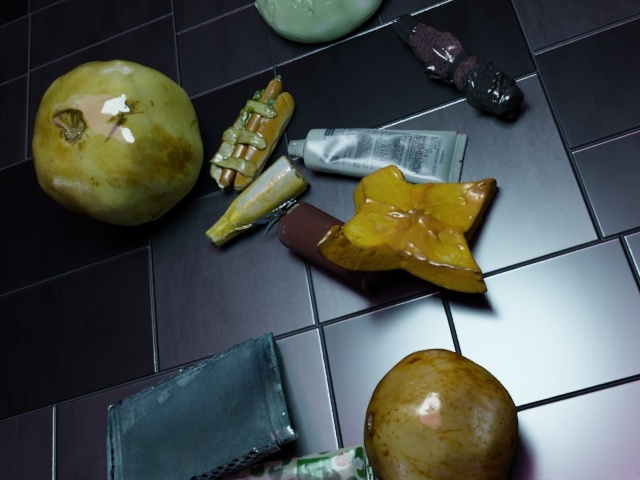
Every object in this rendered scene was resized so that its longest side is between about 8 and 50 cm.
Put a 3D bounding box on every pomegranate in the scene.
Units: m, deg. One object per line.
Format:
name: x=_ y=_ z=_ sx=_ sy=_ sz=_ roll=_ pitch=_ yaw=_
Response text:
pomegranate: x=0.178 y=0.283 z=1.249 sx=0.248 sy=0.248 sz=0.248 roll=-10 pitch=61 yaw=18
pomegranate: x=-0.397 y=-0.191 z=1.682 sx=0.332 sy=0.332 sz=0.333 roll=-10 pitch=61 yaw=18

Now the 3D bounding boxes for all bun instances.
bun: x=-0.010 y=-0.566 z=1.785 sx=0.293 sy=0.187 sz=0.293 roll=-8 pitch=62 yaw=15

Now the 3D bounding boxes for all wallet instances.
wallet: x=-0.207 y=0.319 z=1.458 sx=0.342 sy=0.075 sz=0.237 roll=-26 pitch=41 yaw=8

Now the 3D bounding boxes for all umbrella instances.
umbrella: x=0.251 y=-0.336 z=1.615 sx=0.094 sy=0.090 sz=0.326 roll=-46 pitch=56 yaw=-1

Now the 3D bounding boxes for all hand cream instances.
hand cream: x=-0.049 y=0.390 z=1.384 sx=0.276 sy=0.059 sz=0.095 roll=-10 pitch=61 yaw=13
hand cream: x=0.101 y=-0.163 z=1.612 sx=0.340 sy=0.078 sz=0.124 roll=7 pitch=66 yaw=17

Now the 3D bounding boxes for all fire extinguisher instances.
fire extinguisher: x=0.000 y=0.000 z=1.537 sx=0.269 sy=0.105 sz=0.105 roll=30 pitch=78 yaw=31

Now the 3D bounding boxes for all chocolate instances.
chocolate: x=-0.128 y=-0.069 z=1.646 sx=0.219 sy=0.085 sz=0.086 roll=-39 pitch=56 yaw=4

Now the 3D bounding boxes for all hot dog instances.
hot dog: x=-0.137 y=-0.215 z=1.724 sx=0.109 sy=0.072 sz=0.270 roll=19 pitch=74 yaw=27

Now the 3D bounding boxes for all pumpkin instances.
pumpkin: x=0.150 y=-0.031 z=1.439 sx=0.290 sy=0.095 sz=0.258 roll=12 pitch=47 yaw=0
